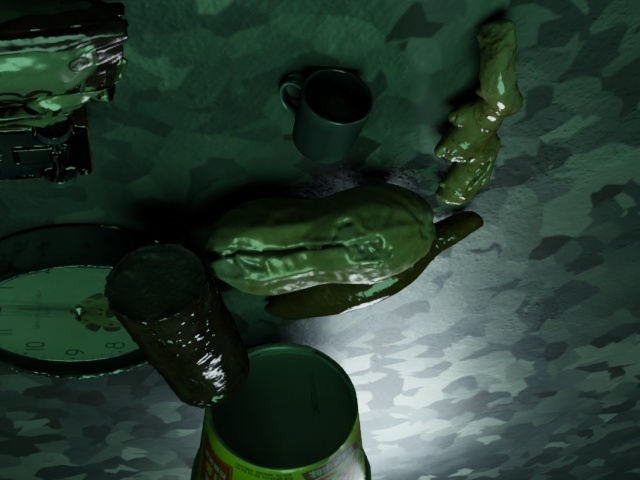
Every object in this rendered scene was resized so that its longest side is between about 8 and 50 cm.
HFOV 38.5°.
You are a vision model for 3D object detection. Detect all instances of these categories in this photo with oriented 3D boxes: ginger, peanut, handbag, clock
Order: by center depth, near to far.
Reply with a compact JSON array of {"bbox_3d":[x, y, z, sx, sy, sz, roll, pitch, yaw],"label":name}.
[{"bbox_3d":[-0.295,-0.163,0.813,0.234,0.127,0.213,-8,179,-15],"label":"handbag"},{"bbox_3d":[0.177,-0.132,1.047,0.089,0.075,0.288,-3,149,-3],"label":"ginger"},{"bbox_3d":[0.000,0.000,1.131,0.290,0.130,0.130,-8,145,-1],"label":"peanut"},{"bbox_3d":[-0.324,0.092,1.237,0.312,0.061,0.313,-7,146,-5],"label":"clock"}]

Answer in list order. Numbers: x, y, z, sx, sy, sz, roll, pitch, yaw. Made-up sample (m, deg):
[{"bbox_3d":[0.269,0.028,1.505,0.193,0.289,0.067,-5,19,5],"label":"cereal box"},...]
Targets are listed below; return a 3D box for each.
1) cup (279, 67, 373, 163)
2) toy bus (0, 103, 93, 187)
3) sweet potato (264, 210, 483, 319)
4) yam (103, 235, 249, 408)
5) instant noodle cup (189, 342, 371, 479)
[{"bbox_3d":[-0.001,-0.138,0.992,0.100,0.078,0.077,29,145,3],"label":"cup"},{"bbox_3d":[-0.332,-0.107,0.928,0.194,0.088,0.083,-4,146,-13],"label":"toy bus"},{"bbox_3d":[0.056,0.043,1.243,0.346,0.108,0.079,-23,108,18],"label":"sweet potato"},{"bbox_3d":[-0.167,0.112,1.150,0.131,0.131,0.280,-12,147,3],"label":"yam"},{"bbox_3d":[-0.065,0.321,1.451,0.311,0.311,0.222,-5,135,-7],"label":"instant noodle cup"}]
